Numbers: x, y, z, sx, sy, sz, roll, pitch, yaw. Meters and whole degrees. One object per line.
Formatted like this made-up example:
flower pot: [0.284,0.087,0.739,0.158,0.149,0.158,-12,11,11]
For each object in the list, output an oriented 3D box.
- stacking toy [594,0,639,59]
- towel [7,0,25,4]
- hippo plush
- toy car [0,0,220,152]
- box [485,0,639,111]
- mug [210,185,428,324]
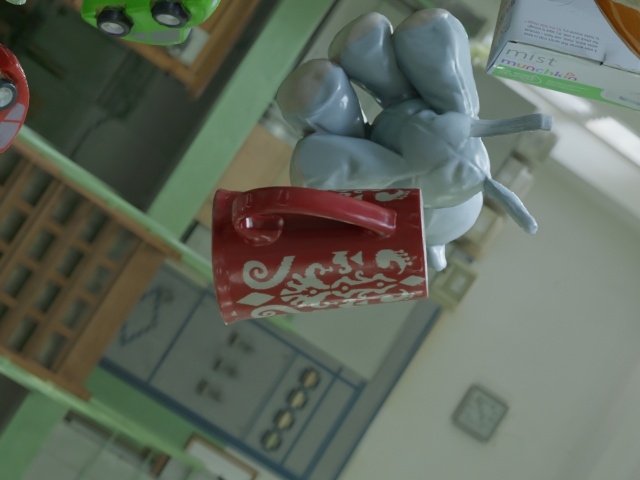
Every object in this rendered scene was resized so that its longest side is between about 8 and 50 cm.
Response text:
stacking toy: [0.344,-0.074,0.828,0.350,0.480,0.351,-13,-142,11]
towel: [-0.376,-0.380,1.314,0.038,0.248,0.325,-58,-173,-26]
hippo plush: [0.109,-0.105,1.452,0.236,0.294,0.234,59,41,-71]
toy car: [-0.151,-0.147,0.847,0.224,0.053,0.239,-1,-112,27]
box: [0.341,-0.275,1.476,0.127,0.261,0.231,119,-16,-79]
mug: [0.001,0.010,1.076,0.150,0.169,0.113,-33,120,-85]
